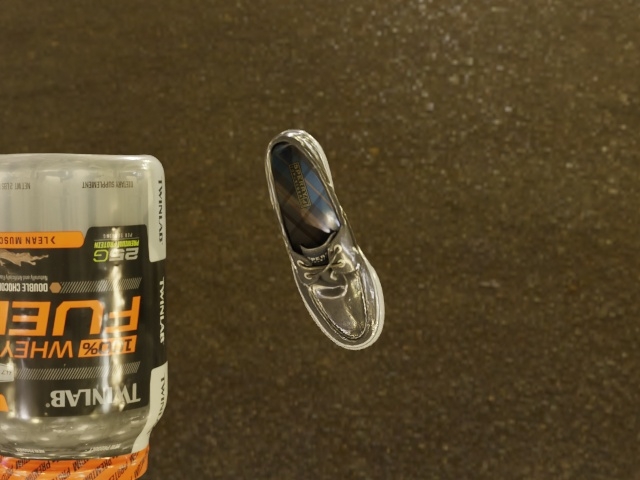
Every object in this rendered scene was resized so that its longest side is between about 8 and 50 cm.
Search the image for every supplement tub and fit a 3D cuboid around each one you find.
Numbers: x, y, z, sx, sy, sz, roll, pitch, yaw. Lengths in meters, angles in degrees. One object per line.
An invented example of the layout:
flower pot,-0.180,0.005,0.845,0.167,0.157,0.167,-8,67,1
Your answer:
supplement tub,-0.265,0.078,1.117,0.207,0.337,0.207,-1,4,0

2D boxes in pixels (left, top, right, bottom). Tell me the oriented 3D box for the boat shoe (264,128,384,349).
boat shoe,0.000,0.000,1.032,0.080,0.228,0.076,-16,0,11
